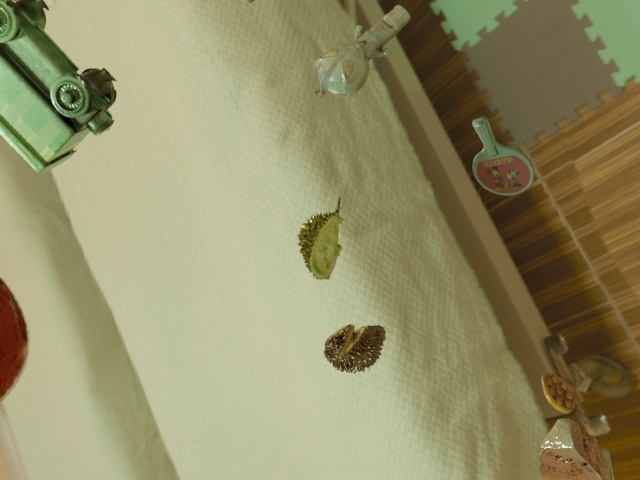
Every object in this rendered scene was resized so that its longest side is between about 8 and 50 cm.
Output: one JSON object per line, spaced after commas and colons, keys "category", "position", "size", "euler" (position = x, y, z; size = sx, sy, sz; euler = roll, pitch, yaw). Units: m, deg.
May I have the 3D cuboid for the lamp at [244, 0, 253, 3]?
{"category": "lamp", "position": [-0.068, -0.314, 0.600], "size": [0.161, 0.161, 0.185], "euler": [63, 166, 11]}

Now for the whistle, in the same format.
{"category": "whistle", "position": [0.109, -0.520, 1.907], "size": [0.346, 0.133, 0.142], "euler": [-43, 49, -3]}

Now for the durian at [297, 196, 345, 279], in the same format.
{"category": "durian", "position": [0.000, 0.000, 1.573], "size": [0.086, 0.100, 0.215], "euler": [-129, 41, -52]}

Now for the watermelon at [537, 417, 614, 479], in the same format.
{"category": "watermelon", "position": [0.540, 0.466, 1.479], "size": [0.154, 0.094, 0.241], "euler": [-9, 137, 25]}

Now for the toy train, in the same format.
{"category": "toy train", "position": [-0.490, -0.271, 1.140], "size": [0.202, 0.120, 0.301], "euler": [-38, 101, 22]}

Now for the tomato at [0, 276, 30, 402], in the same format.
{"category": "tomato", "position": [-0.435, 0.100, 0.715], "size": [0.139, 0.233, 0.200], "euler": [120, 140, -58]}

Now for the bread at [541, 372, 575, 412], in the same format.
{"category": "bread", "position": [0.596, 0.381, 1.710], "size": [0.110, 0.110, 0.024], "euler": [54, 127, 20]}

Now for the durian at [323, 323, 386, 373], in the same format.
{"category": "durian", "position": [0.049, 0.184, 1.118], "size": [0.140, 0.111, 0.071], "euler": [-33, 56, 54]}

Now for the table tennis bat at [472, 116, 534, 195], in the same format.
{"category": "table tennis bat", "position": [0.443, -0.208, 1.709], "size": [0.153, 0.040, 0.244], "euler": [-8, 130, 37]}
